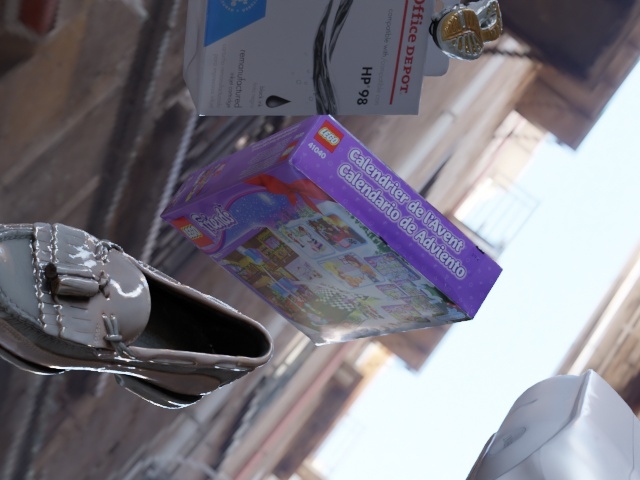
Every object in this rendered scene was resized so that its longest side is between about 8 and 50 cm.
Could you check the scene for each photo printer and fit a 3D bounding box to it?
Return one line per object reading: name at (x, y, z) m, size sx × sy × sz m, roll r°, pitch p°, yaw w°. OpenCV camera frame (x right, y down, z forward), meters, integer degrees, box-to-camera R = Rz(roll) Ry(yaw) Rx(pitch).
photo printer at (0.194, 0.213, 0.963) m, size 0.107 × 0.307 × 0.256 m, roll -36°, pitch -94°, yaw 10°

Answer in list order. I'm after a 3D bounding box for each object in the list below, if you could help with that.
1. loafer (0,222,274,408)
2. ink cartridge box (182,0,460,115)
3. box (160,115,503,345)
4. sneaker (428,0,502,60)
loafer at (-0.059, 0.019, 0.465) m, size 0.039 × 0.045 × 0.125 m, roll -17°, pitch -24°, yaw 24°
ink cartridge box at (0.010, -0.136, 0.969) m, size 0.060 × 0.180 × 0.104 m, roll -115°, pitch -152°, yaw -56°
box at (0.000, 0.000, 1.344) m, size 0.201 × 0.057 × 0.293 m, roll 40°, pitch -22°, yaw -16°
sneaker at (0.079, -0.123, 0.924) m, size 0.037 × 0.083 × 0.032 m, roll -4°, pitch -78°, yaw 26°
